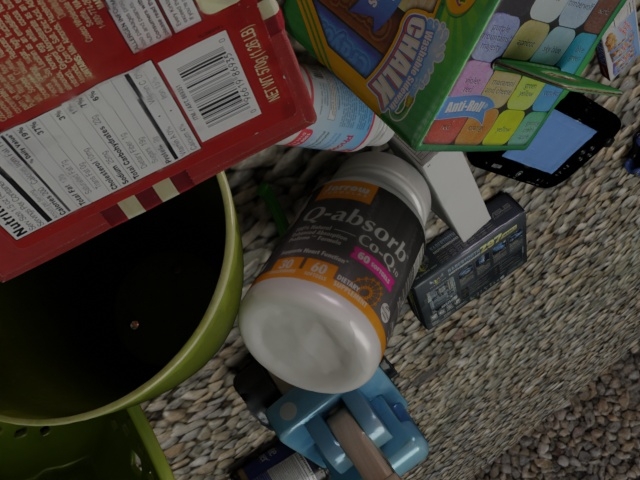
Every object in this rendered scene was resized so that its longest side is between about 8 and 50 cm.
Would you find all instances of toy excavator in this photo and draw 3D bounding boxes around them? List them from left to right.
[{"bbox_3d":[0.066,0.299,1.054,0.222,0.445,0.433,-38,148,-2],"label":"toy excavator"}]

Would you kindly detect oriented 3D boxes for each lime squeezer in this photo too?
[{"bbox_3d":[0.000,0.000,1.004,0.310,0.059,0.110,13,89,-50],"label":"lime squeezer"}]

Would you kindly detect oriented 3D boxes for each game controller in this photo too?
[{"bbox_3d":[0.347,-0.158,1.123,0.319,0.067,0.166,8,126,-48],"label":"game controller"}]

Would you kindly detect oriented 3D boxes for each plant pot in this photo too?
[{"bbox_3d":[-0.322,0.316,0.907,0.227,0.228,0.207,-19,150,-28],"label":"plant pot"},{"bbox_3d":[-0.183,0.037,0.695,0.275,0.275,0.293,-37,164,-3],"label":"plant pot"}]

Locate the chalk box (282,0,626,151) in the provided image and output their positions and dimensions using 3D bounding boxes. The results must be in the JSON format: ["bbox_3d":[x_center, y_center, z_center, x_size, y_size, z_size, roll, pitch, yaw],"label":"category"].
[{"bbox_3d":[0.131,-0.194,0.656,0.180,0.289,0.179,-4,134,-41],"label":"chalk box"}]

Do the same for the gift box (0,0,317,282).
[{"bbox_3d":[-0.151,-0.171,0.431,0.276,0.258,0.255,-25,146,-6],"label":"gift box"}]

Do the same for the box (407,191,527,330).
[{"bbox_3d":[0.254,0.041,1.282,0.232,0.059,0.183,-35,148,-5],"label":"box"}]

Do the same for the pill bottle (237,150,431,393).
[{"bbox_3d":[0.030,0.025,0.847,0.162,0.162,0.278,102,13,-45],"label":"pill bottle"}]

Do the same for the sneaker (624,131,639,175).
[{"bbox_3d":[0.634,-0.196,1.352,0.087,0.083,0.221,-18,139,-17],"label":"sneaker"}]

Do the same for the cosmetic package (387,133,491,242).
[{"bbox_3d":[0.161,-0.091,0.992,0.060,0.099,0.239,-40,148,3],"label":"cosmetic package"}]

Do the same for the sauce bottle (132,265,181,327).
[{"bbox_3d":[-0.181,0.053,0.881,0.128,0.042,0.042,-43,147,8],"label":"sauce bottle"}]

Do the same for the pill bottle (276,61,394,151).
[{"bbox_3d":[0.009,-0.141,0.790,0.160,0.087,0.087,0,131,-44],"label":"pill bottle"}]

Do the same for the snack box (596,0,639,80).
[{"bbox_3d":[0.433,-0.304,1.068,0.064,0.022,0.178,-43,147,6],"label":"snack box"}]

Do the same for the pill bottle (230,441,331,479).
[{"bbox_3d":[-0.054,0.451,1.422,0.219,0.123,0.123,-29,146,-15],"label":"pill bottle"}]
